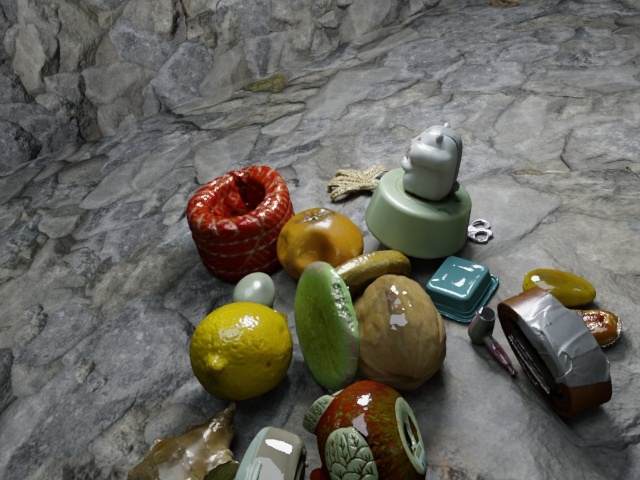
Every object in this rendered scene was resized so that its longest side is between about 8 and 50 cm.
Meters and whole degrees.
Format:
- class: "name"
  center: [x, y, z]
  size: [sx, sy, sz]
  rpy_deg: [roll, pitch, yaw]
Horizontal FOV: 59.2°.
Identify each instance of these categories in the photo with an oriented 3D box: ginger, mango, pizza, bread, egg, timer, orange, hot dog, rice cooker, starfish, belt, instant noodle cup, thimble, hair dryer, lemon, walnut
- class: "ginger"
  center: [-0.266, 0.461, 1.188]
  size: [0.219, 0.123, 0.270]
  rpy_deg: [10, 35, 27]
- class: "mango"
  center: [0.560, 0.115, 1.325]
  size: [0.161, 0.076, 0.103]
  rpy_deg: [8, 39, 25]
- class: "pizza"
  center: [0.131, 0.089, 1.391]
  size: [0.258, 0.268, 0.087]
  rpy_deg: [-33, 65, -16]
- class: "bread"
  center: [0.002, 0.196, 1.279]
  size: [0.045, 0.301, 0.301]
  rpy_deg: [-6, 31, -25]
- class: "egg"
  center: [-0.181, 0.152, 1.546]
  size: [0.114, 0.114, 0.152]
  rpy_deg: [0, 36, 22]
- class: "timer"
  center: [0.284, -0.157, 1.496]
  size: [0.290, 0.315, 0.291]
  rpy_deg: [6, 37, -4]
- class: "orange"
  center: [0.000, 0.000, 1.594]
  size: [0.249, 0.183, 0.249]
  rpy_deg: [-2, 26, 1]
- class: "hot dog"
  center: [0.560, 0.189, 1.248]
  size: [0.191, 0.059, 0.108]
  rpy_deg: [0, 36, 26]
- class: "rice cooker"
  center: [-0.096, 0.466, 1.090]
  size: [0.127, 0.145, 0.206]
  rpy_deg: [2, 43, 9]
- class: "starfish"
  center: [0.138, -0.201, 1.912]
  size: [0.238, 0.071, 0.216]
  rpy_deg: [22, 57, 33]
- class: "belt"
  center: [0.465, 0.216, 1.134]
  size: [0.105, 0.184, 0.261]
  rpy_deg: [-21, 49, -5]
- class: "instant noodle cup"
  center: [0.347, 0.113, 1.421]
  size: [0.157, 0.070, 0.179]
  rpy_deg: [18, 48, 36]
- class: "thimble"
  center: [-0.239, -0.054, 1.741]
  size: [0.350, 0.231, 0.350]
  rpy_deg: [-10, 38, 7]
- class: "hair dryer"
  center: [0.390, 0.230, 1.248]
  size: [0.054, 0.106, 0.154]
  rpy_deg: [-23, 61, -12]
- class: "lemon"
  center: [-0.188, 0.256, 1.309]
  size: [0.228, 0.228, 0.253]
  rpy_deg: [16, 14, 37]
- class: "walnut"
  center: [0.167, 0.201, 1.251]
  size: [0.225, 0.225, 0.261]
  rpy_deg: [-17, 43, 1]

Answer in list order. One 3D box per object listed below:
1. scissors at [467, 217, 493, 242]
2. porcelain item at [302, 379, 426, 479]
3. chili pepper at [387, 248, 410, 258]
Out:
- class: "scissors"
  center: [0.394, -0.017, 1.611]
  size: [0.189, 0.015, 0.100]
  rpy_deg: [-10, 39, 12]
- class: "porcelain item"
  center: [0.069, 0.397, 1.054]
  size: [0.253, 0.253, 0.253]
  rpy_deg: [-11, 37, 9]
- class: "chili pepper"
  center: [0.222, 0.022, 1.590]
  size: [0.279, 0.065, 0.122]
  rpy_deg: [-36, 29, -26]
